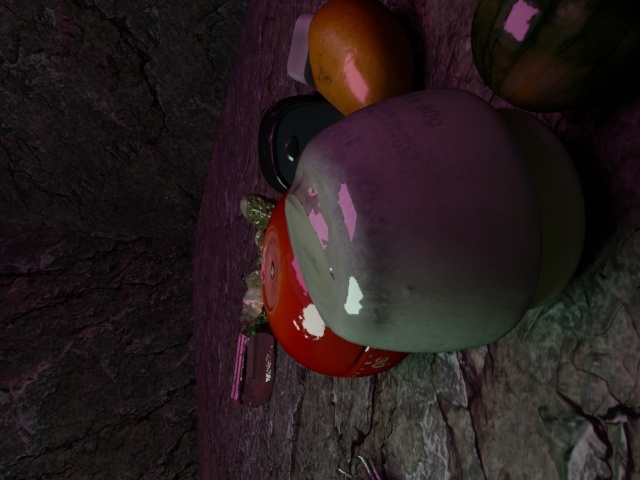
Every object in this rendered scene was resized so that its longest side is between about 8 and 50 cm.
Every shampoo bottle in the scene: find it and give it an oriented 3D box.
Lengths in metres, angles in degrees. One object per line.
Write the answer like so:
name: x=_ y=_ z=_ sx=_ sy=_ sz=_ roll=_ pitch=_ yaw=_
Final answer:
shampoo bottle: x=0.127 y=-0.022 z=0.754 sx=0.322 sy=0.318 sz=0.322 roll=173 pitch=90 yaw=-73

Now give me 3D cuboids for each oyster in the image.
oyster: x=-0.162 y=0.132 z=1.835 sx=0.197 sy=0.133 sz=0.337 roll=53 pitch=128 yaw=44

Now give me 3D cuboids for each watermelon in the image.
watermelon: x=0.273 y=-0.247 z=0.678 sx=0.214 sy=0.188 sz=0.188 roll=-54 pitch=32 yaw=26

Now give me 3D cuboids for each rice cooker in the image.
rice cooker: x=-0.014 y=-0.210 z=1.377 sx=0.224 sy=0.267 sz=0.267 roll=-142 pitch=60 yaw=-77

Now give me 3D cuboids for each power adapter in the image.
power adapter: x=0.008 y=-0.490 z=1.584 sx=0.255 sy=0.124 sz=0.187 roll=-127 pitch=46 yaw=-64

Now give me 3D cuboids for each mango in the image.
mango: x=0.085 y=-0.360 z=1.242 sx=0.199 sy=0.201 sz=0.350 roll=83 pitch=171 yaw=-54

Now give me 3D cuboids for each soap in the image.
soap: x=-0.216 y=0.382 z=1.944 sx=0.182 sy=0.112 sz=0.289 roll=165 pitch=110 yaw=-69

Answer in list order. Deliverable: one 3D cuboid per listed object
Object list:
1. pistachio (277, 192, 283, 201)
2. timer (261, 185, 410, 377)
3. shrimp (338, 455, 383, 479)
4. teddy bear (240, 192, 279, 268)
pistachio: x=-0.057 y=-0.137 z=1.656 sx=0.124 sy=0.125 sz=0.184 roll=-114 pitch=27 yaw=-55
timer: x=0.043 y=0.053 z=1.086 sx=0.378 sy=0.279 sz=0.377 roll=-176 pitch=90 yaw=-71
shrimp: x=0.071 y=0.489 z=1.063 sx=0.411 sy=0.166 sz=0.221 roll=-17 pitch=34 yaw=55
teddy bear: x=-0.105 y=0.003 z=1.624 sx=0.267 sy=0.156 sz=0.256 roll=51 pitch=148 yaw=14
